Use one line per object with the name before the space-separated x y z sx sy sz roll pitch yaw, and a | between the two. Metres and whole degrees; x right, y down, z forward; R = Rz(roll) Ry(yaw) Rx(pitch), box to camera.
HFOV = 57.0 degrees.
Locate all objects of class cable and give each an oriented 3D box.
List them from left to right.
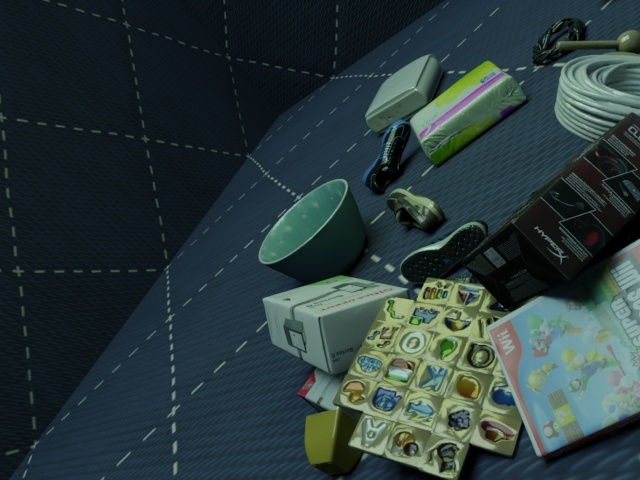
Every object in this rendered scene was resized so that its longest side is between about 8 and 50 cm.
cable | 0.665 -0.560 1.655 0.151 0.047 0.184 -32 25 40
cable | 0.531 -0.234 0.997 0.257 0.089 0.257 -4 39 -4

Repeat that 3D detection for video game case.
video game case | 0.368 0.127 0.753 0.285 0.025 0.204 -37 40 25

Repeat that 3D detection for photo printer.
photo printer | 0.313 -0.549 2.169 0.256 0.107 0.307 -24 28 41

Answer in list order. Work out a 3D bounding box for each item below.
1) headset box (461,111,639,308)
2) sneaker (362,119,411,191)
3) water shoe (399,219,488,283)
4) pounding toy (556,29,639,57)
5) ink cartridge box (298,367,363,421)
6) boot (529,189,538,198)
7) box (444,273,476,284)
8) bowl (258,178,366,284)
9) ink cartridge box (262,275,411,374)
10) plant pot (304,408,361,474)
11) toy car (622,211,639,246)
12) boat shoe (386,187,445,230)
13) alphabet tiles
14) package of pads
headset box | 0.381 -0.045 0.896 0.293 0.110 0.218 -40 -9 -15
sneaker | 0.214 -0.249 1.766 0.232 0.081 0.090 -62 28 7
water shoe | 0.261 0.027 1.224 0.203 0.072 0.080 -31 -3 29
pounding toy | 0.570 -0.284 1.163 0.183 0.110 0.236 -9 67 7
ink cartridge box | 0.041 0.278 1.108 0.109 0.063 0.150 -50 22 -19
boot | 0.429 -0.054 1.077 0.099 0.045 0.121 -22 36 49
box | 0.254 0.104 1.123 0.067 0.018 0.083 -18 32 48
bowl | 0.000 0.000 1.586 0.312 0.163 0.311 -36 21 16
ink cartridge box | 0.032 0.157 1.175 0.199 0.114 0.273 -15 8 -26
plant pot | 0.021 0.346 0.996 0.082 0.081 0.083 -26 37 38
toy car | 0.448 0.055 0.820 0.225 0.053 0.239 -41 20 5
boat shoe | 0.216 -0.073 1.455 0.073 0.080 0.223 -42 24 -11
alphabet tiles | 0.187 0.196 0.924 0.285 0.011 0.342 6 48 33
package of pads | 0.400 -0.365 1.659 0.297 0.101 0.229 -36 22 17
